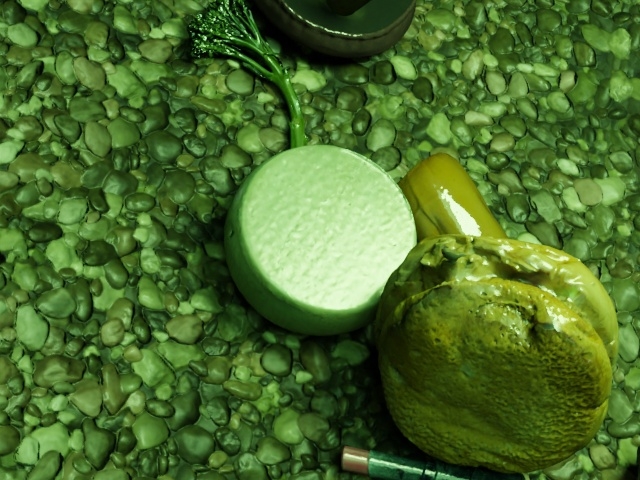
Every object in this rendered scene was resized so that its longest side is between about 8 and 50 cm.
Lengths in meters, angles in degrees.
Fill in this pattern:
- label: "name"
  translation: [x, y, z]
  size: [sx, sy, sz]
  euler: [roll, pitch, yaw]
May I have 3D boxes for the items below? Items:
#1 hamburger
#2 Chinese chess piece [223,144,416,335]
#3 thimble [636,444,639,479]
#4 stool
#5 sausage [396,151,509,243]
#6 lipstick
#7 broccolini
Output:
- label: "hamburger"
  translation: [0.204, 0.126, 1.361]
  size: [0.290, 0.314, 0.170]
  euler: [10, 42, 11]
- label: "Chinese chess piece"
  translation: [0.000, 0.000, 1.475]
  size: [0.250, 0.101, 0.250]
  euler: [6, 67, -13]
- label: "thimble"
  translation: [0.517, 0.311, 1.438]
  size: [0.236, 0.205, 0.172]
  euler: [8, 65, -16]
- label: "stool"
  translation: [0.041, -0.407, 1.593]
  size: [0.272, 0.178, 0.272]
  euler: [11, 61, -20]
- label: "sausage"
  translation: [0.213, 0.036, 1.520]
  size: [0.112, 0.112, 0.328]
  euler: [-25, 78, -23]
- label: "lipstick"
  translation: [0.137, 0.294, 1.424]
  size: [0.234, 0.053, 0.053]
  euler: [13, 66, -8]
- label: "broccolini"
  translation: [-0.098, -0.218, 1.565]
  size: [0.123, 0.062, 0.271]
  euler: [-21, 77, -16]
